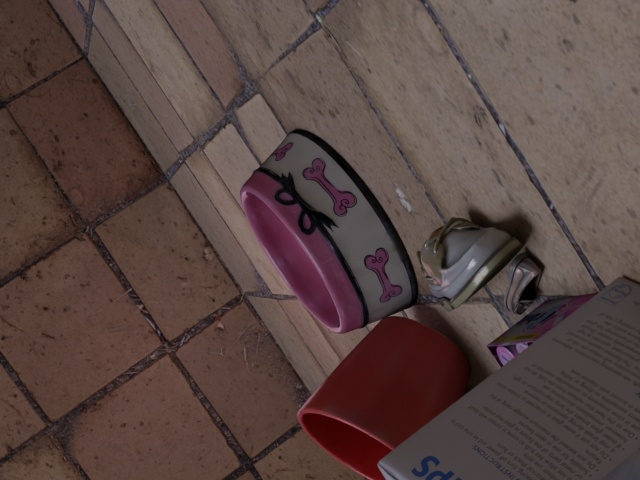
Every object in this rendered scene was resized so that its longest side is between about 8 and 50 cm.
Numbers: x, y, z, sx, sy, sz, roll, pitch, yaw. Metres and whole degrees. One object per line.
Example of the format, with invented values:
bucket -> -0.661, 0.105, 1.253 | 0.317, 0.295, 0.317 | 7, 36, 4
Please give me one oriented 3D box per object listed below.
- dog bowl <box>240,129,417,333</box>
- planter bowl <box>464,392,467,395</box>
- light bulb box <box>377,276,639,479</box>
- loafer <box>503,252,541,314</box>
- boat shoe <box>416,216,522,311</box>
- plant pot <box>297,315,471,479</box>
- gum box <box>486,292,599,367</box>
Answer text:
dog bowl -> 0.000, 0.000, 1.887 | 0.408, 0.150, 0.408 | 50, 165, 19
planter bowl -> 0.241, 0.355, 1.933 | 0.109, 0.162, 0.162 | 32, 180, -33
light bulb box -> 0.319, 0.302, 1.082 | 0.225, 0.361, 0.357 | 30, 152, 60
loafer -> 0.277, 0.068, 1.347 | 0.039, 0.045, 0.125 | 39, 157, 31
boat shoe -> 0.191, 0.027, 1.386 | 0.103, 0.113, 0.302 | 50, 167, 6
plant pot -> 0.135, 0.289, 1.800 | 0.275, 0.243, 0.275 | 28, 155, 15
gum box -> 0.301, 0.125, 1.260 | 0.062, 0.107, 0.188 | 56, 166, 0
